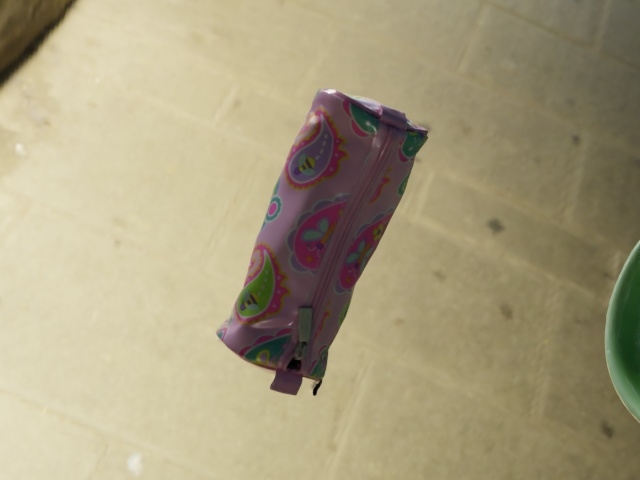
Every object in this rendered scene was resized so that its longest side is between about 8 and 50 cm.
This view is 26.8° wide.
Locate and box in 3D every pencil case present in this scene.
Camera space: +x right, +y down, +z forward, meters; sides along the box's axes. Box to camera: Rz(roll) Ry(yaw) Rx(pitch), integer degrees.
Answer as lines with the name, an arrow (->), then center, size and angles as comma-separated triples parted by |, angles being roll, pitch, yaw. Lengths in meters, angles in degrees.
pencil case -> 0.000, 0.000, 1.273 | 0.124, 0.284, 0.124 | 23, 4, -2

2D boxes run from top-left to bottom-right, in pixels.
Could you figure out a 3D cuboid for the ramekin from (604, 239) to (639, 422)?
ramekin -> 0.425, 0.082, 1.209 | 0.148, 0.303, 0.303 | 37, 25, -35
